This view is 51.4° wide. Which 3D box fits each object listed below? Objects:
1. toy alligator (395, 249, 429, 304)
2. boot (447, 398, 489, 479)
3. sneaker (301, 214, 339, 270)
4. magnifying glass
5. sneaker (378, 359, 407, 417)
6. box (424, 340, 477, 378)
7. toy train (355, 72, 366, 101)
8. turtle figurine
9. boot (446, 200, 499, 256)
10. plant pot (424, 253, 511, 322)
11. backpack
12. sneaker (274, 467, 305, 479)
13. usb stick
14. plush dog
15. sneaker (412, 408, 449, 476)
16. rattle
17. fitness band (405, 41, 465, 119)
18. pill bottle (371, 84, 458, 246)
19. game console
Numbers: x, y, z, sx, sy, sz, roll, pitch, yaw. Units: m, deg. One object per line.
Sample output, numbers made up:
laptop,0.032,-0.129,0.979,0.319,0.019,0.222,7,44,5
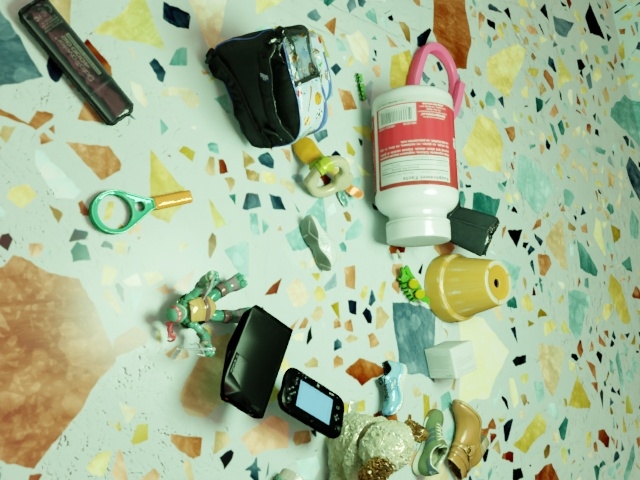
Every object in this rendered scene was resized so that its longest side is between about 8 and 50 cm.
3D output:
toy alligator,0.242,0.113,1.865,0.051,0.056,0.189,-33,107,2
boot,0.401,0.568,1.893,0.152,0.073,0.197,-38,103,-34
sneaker,0.000,0.000,1.684,0.061,0.054,0.152,-41,114,-47
magnifying glass,-0.372,-0.072,1.395,0.231,0.026,0.092,-17,92,-42
sneaker,0.177,0.389,1.749,0.073,0.063,0.162,29,49,-19
box,0.371,0.338,1.891,0.101,0.102,0.087,-12,91,-41
toy train,0.116,-0.435,1.890,0.024,0.017,0.083,-8,86,-52
turtle figurine,-0.242,0.143,1.401,0.234,0.118,0.175,-12,109,-58
boot,0.426,-0.085,1.958,0.207,0.094,0.246,18,68,11
plant pot,0.441,0.131,1.936,0.205,0.188,0.205,9,75,-39
backpack,-0.101,-0.354,1.548,0.213,0.277,0.263,-23,109,-40
sneaker,-0.026,0.662,1.492,0.302,0.108,0.121,52,53,-10
usb stick,-0.488,-0.357,1.342,0.077,0.045,0.278,-48,112,-28
plush dog,0.127,0.482,1.572,0.262,0.225,0.210,-37,105,-39
sneaker,0.319,0.553,1.813,0.064,0.086,0.192,41,57,-27
rattle,0.016,-0.177,1.743,0.200,0.143,0.130,12,105,-54
fitness band,0.363,-0.486,2.086,0.209,0.054,0.290,34,60,-30
pill bottle,0.259,-0.196,1.822,0.229,0.229,0.407,7,77,-39
game console,-0.068,0.314,1.477,0.361,0.044,0.213,39,54,-31
